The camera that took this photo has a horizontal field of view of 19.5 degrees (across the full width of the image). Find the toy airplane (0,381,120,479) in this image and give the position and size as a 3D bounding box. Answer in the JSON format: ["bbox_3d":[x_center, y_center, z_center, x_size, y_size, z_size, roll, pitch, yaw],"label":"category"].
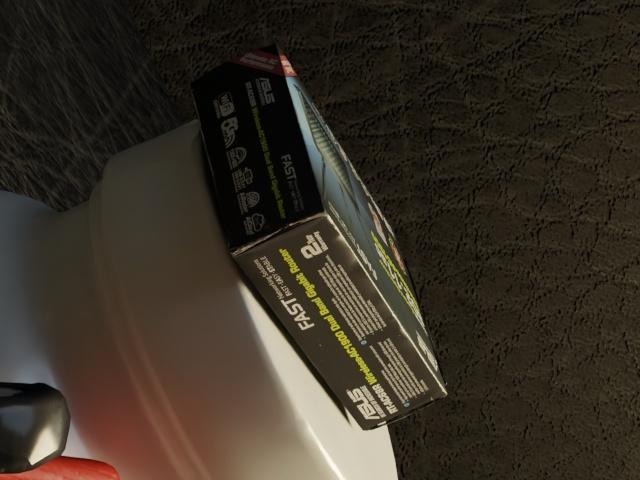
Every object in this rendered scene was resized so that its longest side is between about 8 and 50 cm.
[{"bbox_3d":[-0.283,0.102,0.498,0.384,0.386,0.272,51,-25,-24],"label":"toy airplane"}]

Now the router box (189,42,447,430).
[{"bbox_3d":[0.000,0.000,0.692,0.122,0.038,0.092,55,14,-46],"label":"router box"}]

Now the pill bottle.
[{"bbox_3d":[-0.166,0.106,0.748,0.210,0.363,0.210,61,10,-18],"label":"pill bottle"}]
